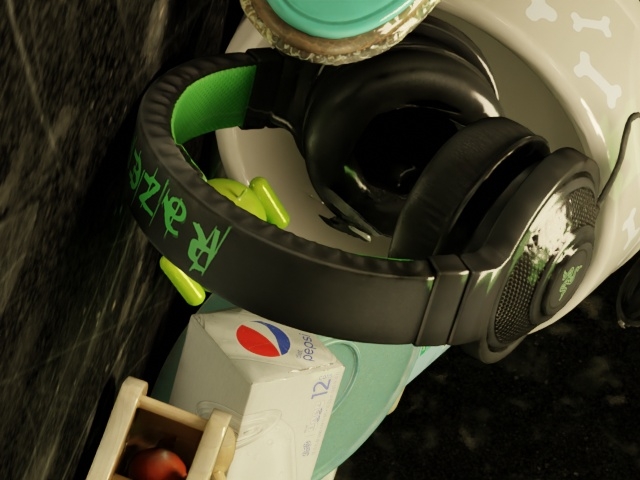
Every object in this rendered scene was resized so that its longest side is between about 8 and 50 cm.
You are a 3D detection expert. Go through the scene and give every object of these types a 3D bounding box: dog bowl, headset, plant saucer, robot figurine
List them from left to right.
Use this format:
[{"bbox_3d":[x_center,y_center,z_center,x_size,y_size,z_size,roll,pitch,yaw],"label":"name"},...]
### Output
[{"bbox_3d":[-0.073,-0.003,1.316,0.101,0.067,0.115,-39,167,-17],"label":"robot figurine"},{"bbox_3d":[-0.015,0.118,1.581,0.318,0.044,0.317,-30,140,-29],"label":"plant saucer"},{"bbox_3d":[0.079,-0.075,1.301,0.102,0.349,0.348,-53,164,-46],"label":"dog bowl"},{"bbox_3d":[0.072,-0.012,1.083,0.243,0.394,0.185,52,-43,45],"label":"headset"}]

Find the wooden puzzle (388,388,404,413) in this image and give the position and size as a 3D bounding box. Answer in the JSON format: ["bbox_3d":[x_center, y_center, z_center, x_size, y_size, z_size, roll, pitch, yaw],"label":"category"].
[{"bbox_3d":[0.073,-0.029,2.049,0.347,0.081,0.322,-113,-149,-42],"label":"wooden puzzle"}]

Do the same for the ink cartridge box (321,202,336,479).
[{"bbox_3d":[0.000,0.000,1.778,0.279,0.160,0.384,-70,176,-58],"label":"ink cartridge box"}]

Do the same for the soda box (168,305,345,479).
[{"bbox_3d":[-0.074,0.192,1.461,0.091,0.098,0.286,-8,129,-36],"label":"soda box"}]

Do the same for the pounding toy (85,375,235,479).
[{"bbox_3d":[-0.093,0.198,1.239,0.269,0.155,0.154,-69,180,-50],"label":"pounding toy"}]

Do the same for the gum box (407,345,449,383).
[{"bbox_3d":[0.129,0.040,1.801,0.184,0.041,0.157,-35,148,-46],"label":"gum box"}]

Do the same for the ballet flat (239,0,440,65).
[{"bbox_3d":[0.053,-0.325,1.128,0.182,0.164,0.482,158,-53,-79],"label":"ballet flat"}]
